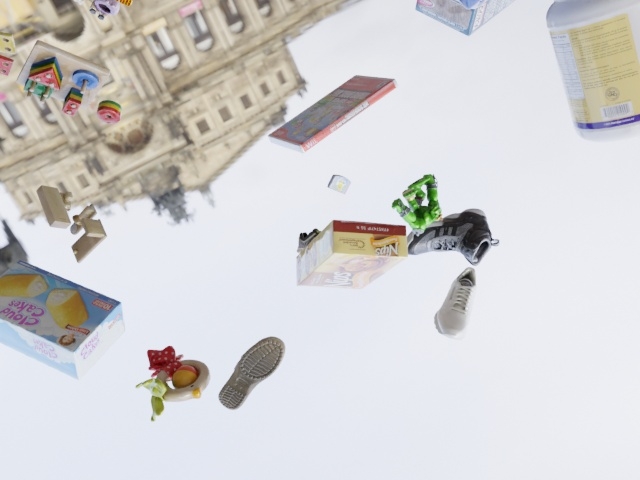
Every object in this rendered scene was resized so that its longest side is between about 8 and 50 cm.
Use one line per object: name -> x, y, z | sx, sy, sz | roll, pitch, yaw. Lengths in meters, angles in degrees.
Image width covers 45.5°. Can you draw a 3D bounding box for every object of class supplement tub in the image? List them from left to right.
supplement tub -> 0.582, -0.384, 1.494 | 0.240, 0.332, 0.241 | -19, -164, 6

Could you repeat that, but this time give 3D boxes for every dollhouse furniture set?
dollhouse furniture set -> -0.666, -0.039, 1.959 | 0.123, 0.144, 0.151 | -40, 155, 24

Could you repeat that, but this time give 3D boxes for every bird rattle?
bird rattle -> -0.419, 0.409, 2.220 | 0.206, 0.143, 0.253 | -3, -159, 8

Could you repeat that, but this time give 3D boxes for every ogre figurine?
ogre figurine -> 0.268, -0.093, 2.037 | 0.096, 0.118, 0.197 | -22, -166, 24

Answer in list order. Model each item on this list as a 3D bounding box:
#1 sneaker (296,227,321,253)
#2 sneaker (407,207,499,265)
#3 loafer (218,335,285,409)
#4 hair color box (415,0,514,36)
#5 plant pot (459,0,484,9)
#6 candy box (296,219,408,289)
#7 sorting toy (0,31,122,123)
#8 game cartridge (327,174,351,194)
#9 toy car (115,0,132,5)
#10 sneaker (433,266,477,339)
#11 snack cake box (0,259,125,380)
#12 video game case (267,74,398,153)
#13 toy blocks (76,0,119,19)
sneaker -> 0.000, 0.000, 2.258 | 0.170, 0.075, 0.063 | -3, -177, 34
sneaker -> 0.378, 0.009, 2.192 | 0.268, 0.101, 0.153 | -20, -132, -6
loafer -> -0.193, 0.360, 2.150 | 0.268, 0.102, 0.092 | -48, -173, 19
hair color box -> 0.421, -0.685, 2.022 | 0.173, 0.105, 0.347 | 34, -127, 22
plant pot -> 0.287, -0.572, 1.388 | 0.236, 0.236, 0.212 | -39, -171, 28
candy box -> 0.068, 0.041, 1.854 | 0.182, 0.088, 0.316 | 5, 163, -17
sorting toy -> -0.474, -0.285, 1.369 | 0.132, 0.274, 0.046 | -32, -133, 48
game cartridge -> 0.066, -0.193, 2.590 | 0.017, 0.083, 0.056 | 35, -77, 48
toy car -> -0.353, -0.513, 1.498 | 0.122, 0.040, 0.060 | -61, -171, 10
sneaker -> 0.353, 0.160, 1.955 | 0.090, 0.095, 0.235 | 21, -144, 3
snack cake box -> -0.548, 0.156, 1.538 | 0.264, 0.089, 0.152 | 20, -138, 16
video game case -> 0.026, -0.309, 1.830 | 0.285, 0.025, 0.204 | -37, -154, -13
toy blocks -> -0.655, -0.896, 2.312 | 0.260, 0.288, 0.309 | 0, -116, 50
